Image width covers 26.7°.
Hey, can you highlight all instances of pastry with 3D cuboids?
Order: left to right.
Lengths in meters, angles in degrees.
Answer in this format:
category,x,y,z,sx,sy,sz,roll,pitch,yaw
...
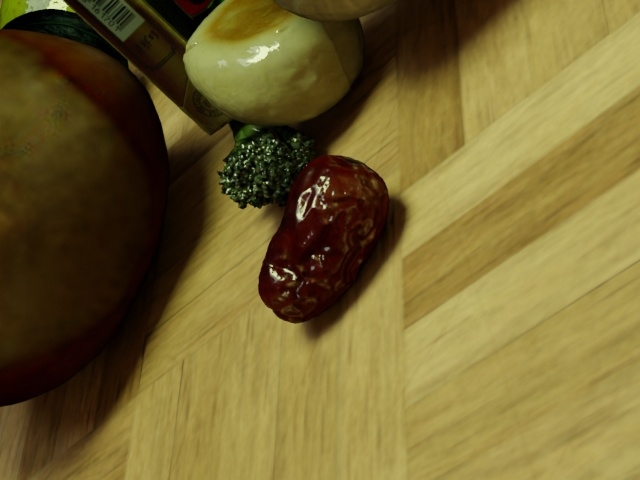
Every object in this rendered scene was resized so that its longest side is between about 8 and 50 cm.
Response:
category,x,y,z,sx,sy,sz,roll,pitch,yaw
pastry,-0.037,-0.161,1.145,0.156,0.092,0.156,-14,32,9

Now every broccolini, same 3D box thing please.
category,x,y,z,sx,sy,sz,roll,pitch,yaw
broccolini,-0.047,-0.075,1.182,0.091,0.068,0.202,-39,15,7

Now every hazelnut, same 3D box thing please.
category,x,y,z,sx,sy,sz,roll,pitch,yaw
hazelnut,-0.300,-0.027,1.261,0.366,0.366,0.366,-39,33,31

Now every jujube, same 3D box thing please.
category,x,y,z,sx,sy,sz,roll,pitch,yaw
jujube,0.000,0.000,0.984,0.129,0.077,0.077,-60,27,6

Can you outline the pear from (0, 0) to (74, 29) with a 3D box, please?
category,x,y,z,sx,sy,sz,roll,pitch,yaw
pear,-0.341,-0.321,1.722,0.239,0.139,0.288,-48,20,-31

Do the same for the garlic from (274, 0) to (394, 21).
category,x,y,z,sx,sy,sz,roll,pitch,yaw
garlic,0.018,-0.329,1.034,0.259,0.317,0.317,77,-146,-69

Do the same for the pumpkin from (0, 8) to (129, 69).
category,x,y,z,sx,sy,sz,roll,pitch,yaw
pumpkin,-0.352,-0.159,1.535,0.248,0.248,0.248,-39,33,31

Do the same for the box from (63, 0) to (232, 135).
category,x,y,z,sx,sy,sz,roll,pitch,yaw
box,-0.144,-0.232,1.245,0.071,0.240,0.159,-36,19,37
